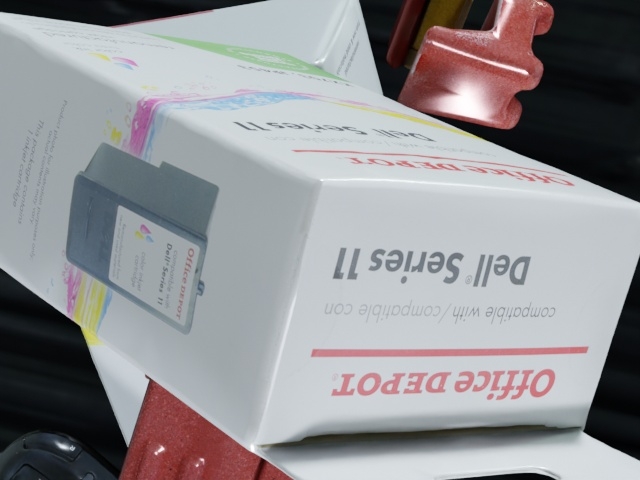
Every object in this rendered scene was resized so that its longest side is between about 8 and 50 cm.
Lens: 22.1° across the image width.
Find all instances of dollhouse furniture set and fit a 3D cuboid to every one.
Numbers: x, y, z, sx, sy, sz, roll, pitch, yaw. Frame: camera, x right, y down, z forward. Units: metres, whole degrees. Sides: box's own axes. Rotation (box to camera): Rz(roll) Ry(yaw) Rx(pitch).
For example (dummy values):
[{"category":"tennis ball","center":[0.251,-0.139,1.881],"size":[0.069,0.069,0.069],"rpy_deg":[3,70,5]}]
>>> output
[{"category":"dollhouse furniture set","center":[0.007,-0.016,0.957],"size":[0.201,0.152,0.374],"rpy_deg":[-82,-169,-72]}]

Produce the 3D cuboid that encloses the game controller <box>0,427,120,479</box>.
[{"category":"game controller","center":[-0.143,0.286,1.254],"size":[0.166,0.319,0.067],"rpy_deg":[-42,-171,31]}]

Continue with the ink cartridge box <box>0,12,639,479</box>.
[{"category":"ink cartridge box","center":[0.000,0.000,0.755],"size":[0.207,0.353,0.119],"rpy_deg":[2,108,-41]}]

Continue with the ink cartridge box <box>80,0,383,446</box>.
[{"category":"ink cartridge box","center":[-0.067,0.006,1.412],"size":[0.160,0.279,0.384],"rpy_deg":[-70,149,-57]}]
